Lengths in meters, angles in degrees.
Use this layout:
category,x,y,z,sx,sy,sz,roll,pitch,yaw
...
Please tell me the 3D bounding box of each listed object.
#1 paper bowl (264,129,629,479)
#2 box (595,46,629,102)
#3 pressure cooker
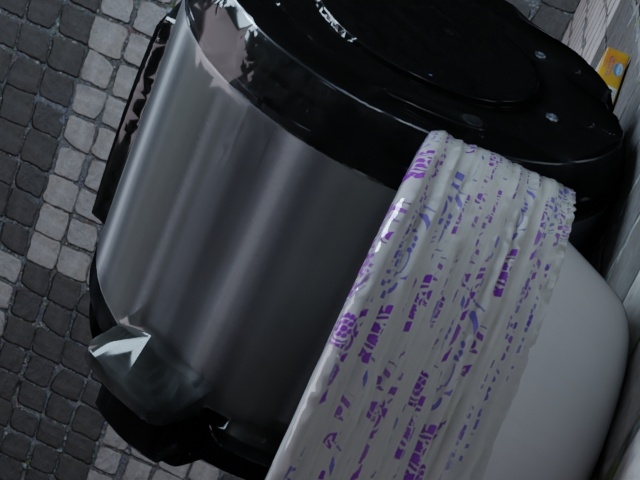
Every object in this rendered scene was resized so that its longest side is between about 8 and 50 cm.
category,x,y,z,sx,sy,sz,roll,pitch,yaw
paper bowl,0.067,0.094,0.681,0.284,0.148,0.284,24,-90,-86
box,0.268,-0.120,1.246,0.136,0.028,0.081,104,-170,-56
pressure cooker,0.003,0.004,1.018,0.375,0.369,0.420,-101,30,-53
